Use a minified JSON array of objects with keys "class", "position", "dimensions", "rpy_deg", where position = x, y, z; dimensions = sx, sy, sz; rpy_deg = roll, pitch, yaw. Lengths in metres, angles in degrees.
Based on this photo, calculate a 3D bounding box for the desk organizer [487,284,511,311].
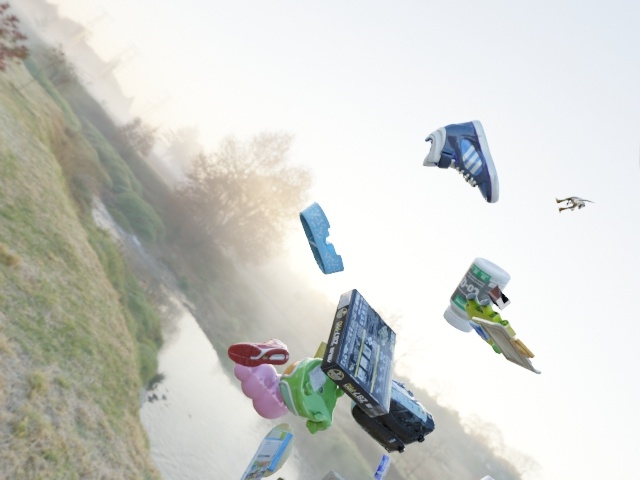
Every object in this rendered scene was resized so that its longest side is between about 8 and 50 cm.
[{"class":"desk organizer","position":[0.662,0.213,1.663],"dimensions":[0.047,0.050,0.130],"rpy_deg":[53,7,38]}]

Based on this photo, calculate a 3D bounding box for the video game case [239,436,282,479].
[{"class":"video game case","position":[-0.201,0.746,1.518],"dimensions":[0.015,0.166,0.119],"rpy_deg":[24,-13,32]}]

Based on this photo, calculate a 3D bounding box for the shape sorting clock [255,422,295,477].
[{"class":"shape sorting clock","position":[-0.172,0.786,1.690],"dimensions":[0.040,0.206,0.206],"rpy_deg":[44,-6,-17]}]

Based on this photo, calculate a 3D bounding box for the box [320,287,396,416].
[{"class":"box","position":[0.167,0.430,1.773],"dimensions":[0.318,0.097,0.394],"rpy_deg":[47,34,-21]}]

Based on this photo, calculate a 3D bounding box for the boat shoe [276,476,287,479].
[{"class":"boat shoe","position":[-0.098,0.864,1.417],"dimensions":[0.089,0.105,0.285],"rpy_deg":[53,-8,-12]}]

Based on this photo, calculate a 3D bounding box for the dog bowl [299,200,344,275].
[{"class":"dog bowl","position":[0.000,0.000,1.716],"dimensions":[0.297,0.074,0.166],"rpy_deg":[71,-13,-17]}]

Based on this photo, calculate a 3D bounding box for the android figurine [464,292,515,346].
[{"class":"android figurine","position":[0.701,0.347,1.876],"dimensions":[0.272,0.056,0.248],"rpy_deg":[60,-14,-20]}]

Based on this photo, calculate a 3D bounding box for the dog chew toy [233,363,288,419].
[{"class":"dog chew toy","position":[-0.270,0.661,2.072],"dimensions":[0.331,0.207,0.207],"rpy_deg":[50,-8,-9]}]

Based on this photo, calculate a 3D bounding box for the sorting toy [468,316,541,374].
[{"class":"sorting toy","position":[0.570,0.307,1.366],"dimensions":[0.196,0.047,0.348],"rpy_deg":[50,-4,0]}]

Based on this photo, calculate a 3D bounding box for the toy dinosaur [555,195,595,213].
[{"class":"toy dinosaur","position":[0.907,-0.140,1.610],"dimensions":[0.212,0.112,0.064],"rpy_deg":[-4,80,-60]}]

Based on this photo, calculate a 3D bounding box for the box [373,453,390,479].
[{"class":"box","position":[0.211,0.775,1.527],"dimensions":[0.028,0.081,0.136],"rpy_deg":[21,-26,21]}]

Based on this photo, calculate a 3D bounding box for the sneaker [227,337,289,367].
[{"class":"sneaker","position":[-0.227,0.411,1.668],"dimensions":[0.222,0.086,0.128],"rpy_deg":[10,2,-5]}]

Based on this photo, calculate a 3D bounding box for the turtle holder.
[{"class":"turtle holder","position":[-0.040,0.651,1.930],"dimensions":[0.228,0.243,0.320],"rpy_deg":[-10,-51,39]}]

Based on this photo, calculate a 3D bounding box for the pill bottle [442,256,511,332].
[{"class":"pill bottle","position":[0.792,0.283,2.310],"dimensions":[0.204,0.360,0.204],"rpy_deg":[22,20,-8]}]

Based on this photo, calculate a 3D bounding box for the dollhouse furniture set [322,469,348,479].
[{"class":"dollhouse furniture set","position":[0.042,0.850,1.418],"dimensions":[0.144,0.151,0.123],"rpy_deg":[45,6,-20]}]

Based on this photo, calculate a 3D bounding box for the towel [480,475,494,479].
[{"class":"towel","position":[0.446,0.794,1.178],"dimensions":[0.317,0.332,0.053],"rpy_deg":[21,-61,57]}]

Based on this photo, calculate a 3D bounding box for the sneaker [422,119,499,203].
[{"class":"sneaker","position":[0.498,-0.266,1.645],"dimensions":[0.130,0.237,0.322],"rpy_deg":[-8,84,-81]}]

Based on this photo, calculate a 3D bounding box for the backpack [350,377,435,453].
[{"class":"backpack","position":[0.284,0.752,2.017],"dimensions":[0.356,0.290,0.273],"rpy_deg":[35,28,-29]}]

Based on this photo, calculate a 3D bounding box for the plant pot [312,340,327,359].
[{"class":"plant pot","position":[0.068,0.716,2.516],"dimensions":[0.187,0.212,0.212],"rpy_deg":[18,-22,23]}]
